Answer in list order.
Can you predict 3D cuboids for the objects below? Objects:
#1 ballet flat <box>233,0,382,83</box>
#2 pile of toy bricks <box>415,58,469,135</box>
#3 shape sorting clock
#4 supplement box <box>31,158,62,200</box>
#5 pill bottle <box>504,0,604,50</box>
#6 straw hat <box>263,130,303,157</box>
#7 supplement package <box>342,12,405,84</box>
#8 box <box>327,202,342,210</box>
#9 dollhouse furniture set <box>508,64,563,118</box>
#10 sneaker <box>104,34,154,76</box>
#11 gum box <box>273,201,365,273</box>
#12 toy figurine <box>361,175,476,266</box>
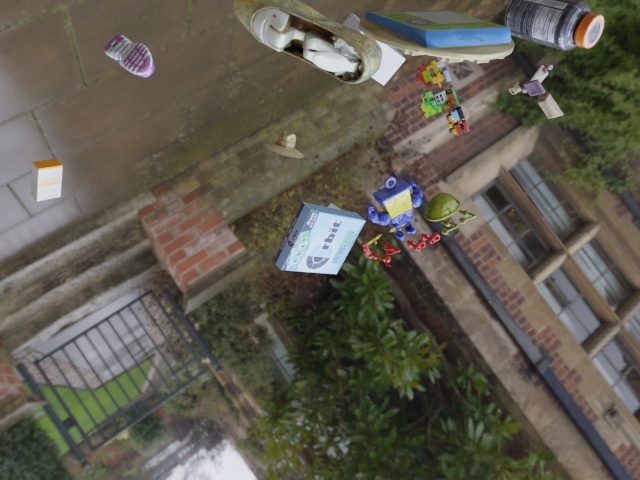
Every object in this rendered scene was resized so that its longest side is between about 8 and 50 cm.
[{"bbox_3d":[-0.038,-0.430,1.169,0.123,0.349,0.123,24,90,-90],"label":"ballet flat"},{"bbox_3d":[0.317,-0.369,1.494,0.105,0.212,0.118,-21,-151,15],"label":"pile of toy bricks"},{"bbox_3d":[0.154,-0.275,0.740,0.206,0.206,0.040,-32,137,-45],"label":"shape sorting clock"},{"bbox_3d":[-0.689,-0.153,1.389,0.062,0.036,0.098,-20,141,-47],"label":"supplement box"},{"bbox_3d":[0.648,-0.606,1.527,0.131,0.246,0.130,-25,134,-29],"label":"pill bottle"},{"bbox_3d":[-0.109,-0.316,1.759,0.144,0.145,0.061,-27,140,-64],"label":"straw hat"},{"bbox_3d":[0.183,-0.737,2.133,0.244,0.139,0.134,21,121,-39],"label":"supplement package"},{"bbox_3d":[0.042,-0.055,1.909,0.087,0.101,0.102,-58,178,37],"label":"box"},{"bbox_3d":[0.511,-0.340,1.267,0.081,0.114,0.091,-49,-160,-15],"label":"dollhouse furniture set"},{"bbox_3d":[-0.596,-0.580,1.785,0.095,0.236,0.104,-48,147,-7],"label":"sneaker"},{"bbox_3d":[0.000,0.000,1.273,0.184,0.041,0.156,9,116,-45],"label":"gum box"},{"bbox_3d":[0.275,-0.109,1.707,0.363,0.217,0.191,-28,-153,-8],"label":"toy figurine"}]
